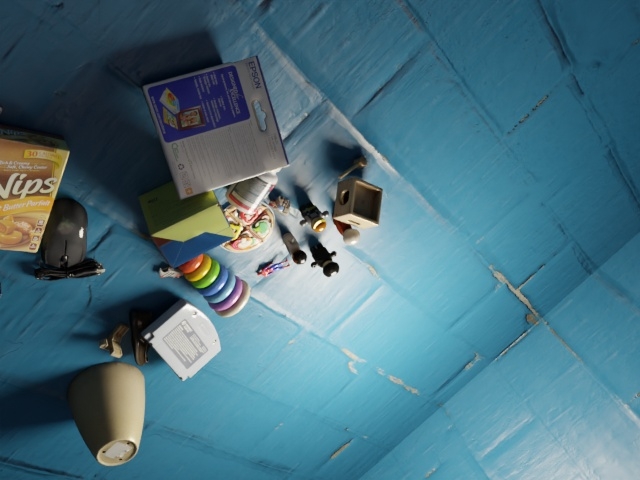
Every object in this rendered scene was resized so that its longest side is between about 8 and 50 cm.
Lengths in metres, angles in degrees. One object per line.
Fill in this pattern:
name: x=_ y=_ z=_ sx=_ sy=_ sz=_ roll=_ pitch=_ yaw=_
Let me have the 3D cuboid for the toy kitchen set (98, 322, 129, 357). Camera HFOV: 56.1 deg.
toy kitchen set: x=-0.654 y=0.313 z=1.910 sx=0.075 sy=0.083 sz=0.068 roll=-47 pitch=132 yaw=12

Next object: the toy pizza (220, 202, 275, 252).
toy pizza: x=-0.236 y=-0.039 z=1.896 sx=0.201 sy=0.032 sz=0.201 roll=-14 pitch=130 yaw=-18

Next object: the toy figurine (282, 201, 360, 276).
toy figurine: x=0.000 y=0.000 z=1.971 sx=0.209 sy=0.148 sz=0.213 roll=20 pitch=113 yaw=-37

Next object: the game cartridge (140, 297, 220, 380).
game cartridge: x=-0.452 y=0.328 z=2.009 sx=0.198 sy=0.062 sz=0.297 roll=-45 pitch=141 yaw=-22

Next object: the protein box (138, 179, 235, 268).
protein box: x=-0.376 y=-0.066 z=1.686 sx=0.200 sy=0.201 sz=0.136 roll=-27 pitch=133 yaw=-7

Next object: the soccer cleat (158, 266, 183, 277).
soccer cleat: x=-0.466 y=0.097 z=1.883 sx=0.083 sy=0.029 sz=0.035 roll=-4 pitch=130 yaw=-20

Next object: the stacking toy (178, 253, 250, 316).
stacking toy: x=-0.366 y=0.101 z=1.874 sx=0.141 sy=0.141 sz=0.330 roll=-38 pitch=129 yaw=3

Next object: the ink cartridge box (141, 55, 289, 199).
ink cartridge box: x=-0.272 y=-0.297 z=1.585 sx=0.307 sy=0.072 sz=0.303 roll=-19 pitch=105 yaw=-15

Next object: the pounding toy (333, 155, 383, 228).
pounding toy: x=0.102 y=-0.163 z=1.921 sx=0.181 sy=0.094 sz=0.206 roll=19 pitch=71 yaw=-34

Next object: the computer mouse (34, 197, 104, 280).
computer mouse: x=-0.700 y=0.012 z=1.665 sx=0.188 sy=0.072 sz=0.272 roll=-5 pitch=126 yaw=-24

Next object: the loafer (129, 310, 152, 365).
loafer: x=-0.575 y=0.321 z=1.960 sx=0.078 sy=0.080 sz=0.220 roll=-8 pitch=127 yaw=-22

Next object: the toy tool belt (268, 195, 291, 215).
toy tool belt: x=-0.126 y=-0.117 z=1.891 sx=0.083 sy=0.052 sz=0.051 roll=37 pitch=71 yaw=-44

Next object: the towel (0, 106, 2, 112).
towel: x=-0.855 y=-0.257 z=1.407 sx=0.144 sy=0.029 sz=0.197 roll=20 pitch=113 yaw=-38

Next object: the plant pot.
plant pot: x=-0.688 y=0.587 z=1.974 sx=0.256 sy=0.274 sz=0.256 roll=-14 pitch=129 yaw=-18

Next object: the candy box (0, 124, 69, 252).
candy box: x=-0.770 y=-0.125 z=1.501 sx=0.183 sy=0.087 sz=0.316 roll=7 pitch=122 yaw=-42

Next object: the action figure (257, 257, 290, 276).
action figure: x=-0.162 y=0.094 z=2.041 sx=0.115 sy=0.030 sz=0.038 roll=-23 pitch=127 yaw=-4

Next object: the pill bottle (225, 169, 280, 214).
pill bottle: x=-0.190 y=-0.176 z=1.764 sx=0.108 sy=0.108 sz=0.180 roll=24 pitch=112 yaw=-38
